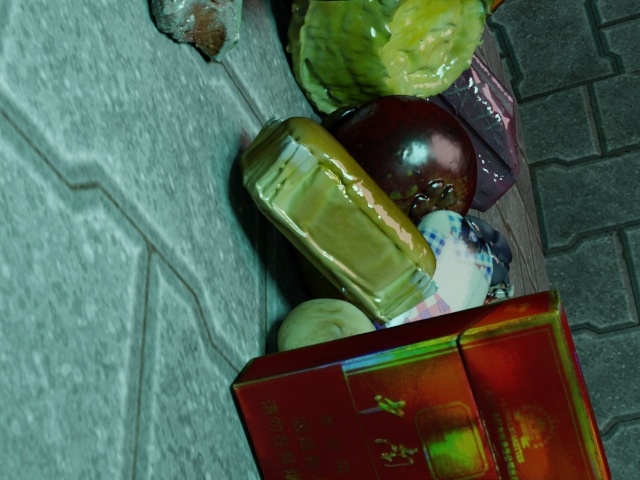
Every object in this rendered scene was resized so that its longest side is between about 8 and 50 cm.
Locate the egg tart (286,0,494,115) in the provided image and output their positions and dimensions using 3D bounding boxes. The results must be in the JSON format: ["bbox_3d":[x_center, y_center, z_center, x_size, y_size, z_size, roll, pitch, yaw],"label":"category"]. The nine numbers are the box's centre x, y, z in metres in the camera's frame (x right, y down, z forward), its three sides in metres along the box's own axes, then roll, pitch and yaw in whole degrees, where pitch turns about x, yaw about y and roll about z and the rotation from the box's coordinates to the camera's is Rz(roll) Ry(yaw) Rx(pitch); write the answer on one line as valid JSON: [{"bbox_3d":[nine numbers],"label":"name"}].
[{"bbox_3d":[0.115,-0.298,1.625,0.132,0.345,0.345,41,-9,38],"label":"egg tart"}]

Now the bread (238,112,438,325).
[{"bbox_3d":[0.023,-0.027,1.302,0.241,0.107,0.136,46,7,-21],"label":"bread"}]

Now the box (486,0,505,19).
[{"bbox_3d":[0.124,-0.469,1.799,0.341,0.143,0.225,13,50,-43],"label":"box"}]

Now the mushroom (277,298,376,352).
[{"bbox_3d":[0.013,0.131,1.261,0.148,0.112,0.148,-17,90,-75],"label":"mushroom"}]

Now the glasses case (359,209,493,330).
[{"bbox_3d":[0.104,0.109,1.411,0.125,0.076,0.327,42,63,-21],"label":"glasses case"}]

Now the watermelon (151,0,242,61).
[{"bbox_3d":[-0.126,-0.250,1.211,0.139,0.071,0.187,-76,148,-50],"label":"watermelon"}]

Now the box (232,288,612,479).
[{"bbox_3d":[0.098,0.180,1.139,0.089,0.313,0.197,-53,127,-72],"label":"box"}]

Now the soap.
[{"bbox_3d":[0.202,-0.197,1.956,0.325,0.220,0.127,48,31,-11],"label":"soap"}]

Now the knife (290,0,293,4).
[{"bbox_3d":[-0.023,-0.339,1.678,0.073,0.041,0.265,-94,164,-67],"label":"knife"}]

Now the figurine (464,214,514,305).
[{"bbox_3d":[0.233,0.066,1.960,0.265,0.175,0.197,-75,143,-74],"label":"figurine"}]

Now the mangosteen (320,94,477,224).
[{"bbox_3d":[0.083,-0.096,1.570,0.257,0.215,0.215,46,-14,52],"label":"mangosteen"}]

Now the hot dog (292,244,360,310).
[{"bbox_3d":[-0.004,0.001,1.417,0.285,0.061,0.088,67,30,-24],"label":"hot dog"}]
